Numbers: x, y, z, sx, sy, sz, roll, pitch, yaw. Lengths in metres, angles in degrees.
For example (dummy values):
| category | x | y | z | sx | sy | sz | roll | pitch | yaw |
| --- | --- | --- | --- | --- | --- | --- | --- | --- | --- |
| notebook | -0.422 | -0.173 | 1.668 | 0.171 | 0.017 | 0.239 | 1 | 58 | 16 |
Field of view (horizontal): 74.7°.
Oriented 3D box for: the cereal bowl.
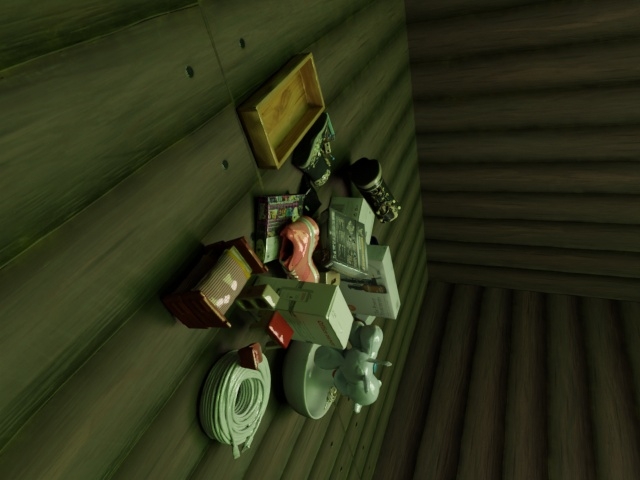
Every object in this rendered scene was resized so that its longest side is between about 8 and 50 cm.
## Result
| category | x | y | z | sx | sy | sz | roll | pitch | yaw |
| --- | --- | --- | --- | --- | --- | --- | --- | --- | --- |
| cereal bowl | -0.043 | 0.472 | 1.557 | 0.339 | 0.141 | 0.338 | 5 | 90 | -65 |

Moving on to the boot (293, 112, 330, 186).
| category | x | y | z | sx | sy | sz | roll | pitch | yaw |
| --- | --- | --- | --- | --- | --- | --- | --- | --- | --- |
| boot | -0.011 | -0.336 | 1.567 | 0.178 | 0.085 | 0.236 | 47 | 60 | -57 |

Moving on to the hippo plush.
| category | x | y | z | sx | sy | sz | roll | pitch | yaw |
| --- | --- | --- | --- | --- | --- | --- | --- | --- | --- |
| hippo plush | 0.145 | 0.438 | 1.449 | 0.234 | 0.294 | 0.236 | -41 | 128 | -29 |

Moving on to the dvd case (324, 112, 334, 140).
| category | x | y | z | sx | sy | sz | roll | pitch | yaw |
| --- | --- | --- | --- | --- | --- | --- | --- | --- | --- |
| dvd case | 0.037 | -0.447 | 1.657 | 0.119 | 0.013 | 0.087 | -25 | 97 | -88 |

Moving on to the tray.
| category | x | y | z | sx | sy | sz | roll | pitch | yaw |
| --- | --- | --- | --- | --- | --- | --- | --- | --- | --- |
| tray | -0.110 | -0.427 | 1.357 | 0.410 | 0.076 | 0.202 | -63 | 146 | -42 |

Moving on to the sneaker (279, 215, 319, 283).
| category | x | y | z | sx | sy | sz | roll | pitch | yaw |
| --- | --- | --- | --- | --- | --- | --- | --- | --- | --- |
| sneaker | -0.088 | 0.076 | 1.393 | 0.136 | 0.116 | 0.313 | -24 | 123 | -45 |

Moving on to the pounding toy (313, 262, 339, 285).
| category | x | y | z | sx | sy | sz | roll | pitch | yaw |
| --- | --- | --- | --- | --- | --- | --- | --- | --- | --- |
| pounding toy | 0.039 | 0.143 | 1.605 | 0.181 | 0.206 | 0.094 | -22 | 114 | -63 |

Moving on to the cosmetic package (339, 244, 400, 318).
| category | x | y | z | sx | sy | sz | roll | pitch | yaw |
| --- | --- | --- | --- | --- | --- | --- | --- | --- | --- |
| cosmetic package | 0.171 | 0.175 | 1.802 | 0.097 | 0.285 | 0.377 | -62 | 145 | -39 |

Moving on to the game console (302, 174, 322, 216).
| category | x | y | z | sx | sy | sz | roll | pitch | yaw |
| --- | --- | --- | --- | --- | --- | --- | --- | --- | --- |
| game console | -0.050 | -0.166 | 1.589 | 0.107 | 0.071 | 0.122 | -52 | 146 | -8 |

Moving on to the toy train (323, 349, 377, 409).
| category | x | y | z | sx | sy | sz | roll | pitch | yaw |
| --- | --- | --- | --- | --- | --- | --- | --- | --- | --- |
| toy train | 0.120 | 0.539 | 1.582 | 0.105 | 0.144 | 0.247 | 71 | 33 | -41 |

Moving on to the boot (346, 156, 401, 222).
| category | x | y | z | sx | sy | sz | roll | pitch | yaw |
| --- | --- | --- | --- | --- | --- | --- | --- | --- | --- |
| boot | 0.249 | -0.207 | 1.839 | 0.284 | 0.138 | 0.377 | 53 | 4 | -19 |

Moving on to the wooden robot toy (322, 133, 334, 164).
| category | x | y | z | sx | sy | sz | roll | pitch | yaw |
| --- | --- | --- | --- | --- | --- | --- | --- | --- | --- |
| wooden robot toy | 0.003 | -0.377 | 1.644 | 0.079 | 0.077 | 0.173 | -115 | -166 | -63 |

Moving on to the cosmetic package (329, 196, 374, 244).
| category | x | y | z | sx | sy | sz | roll | pitch | yaw |
| --- | --- | --- | --- | --- | --- | --- | --- | --- | --- |
| cosmetic package | 0.131 | -0.083 | 1.830 | 0.184 | 0.152 | 0.151 | 42 | 58 | -60 |

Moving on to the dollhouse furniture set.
| category | x | y | z | sx | sy | sz | roll | pitch | yaw |
| --- | --- | --- | --- | --- | --- | --- | --- | --- | --- |
| dollhouse furniture set | -0.193 | 0.193 | 1.079 | 0.374 | 0.152 | 0.201 | 57 | 41 | -29 |

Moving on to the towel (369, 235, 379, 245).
| category | x | y | z | sx | sy | sz | roll | pitch | yaw |
| --- | --- | --- | --- | --- | --- | --- | --- | --- | --- |
| towel | 0.323 | 0.154 | 2.285 | 0.227 | 0.077 | 0.308 | -108 | 178 | -53 |

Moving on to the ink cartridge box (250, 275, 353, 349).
| category | x | y | z | sx | sy | sz | roll | pitch | yaw |
| --- | --- | --- | --- | --- | --- | --- | --- | --- | --- |
| ink cartridge box | -0.060 | 0.225 | 1.313 | 0.207 | 0.283 | 0.117 | 66 | 37 | -46 |

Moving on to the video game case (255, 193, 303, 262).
| category | x | y | z | sx | sy | sz | roll | pitch | yaw |
| --- | --- | --- | --- | --- | --- | --- | --- | --- | --- |
| video game case | -0.131 | -0.047 | 1.387 | 0.232 | 0.042 | 0.210 | -18 | 116 | -63 |

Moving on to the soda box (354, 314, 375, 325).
| category | x | y | z | sx | sy | sz | roll | pitch | yaw |
| --- | --- | --- | --- | --- | --- | --- | --- | --- | --- |
| soda box | 0.276 | 0.351 | 2.226 | 0.216 | 0.074 | 0.069 | -50 | 141 | -22 |

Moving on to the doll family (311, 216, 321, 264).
| category | x | y | z | sx | sy | sz | roll | pitch | yaw |
| --- | --- | --- | --- | --- | --- | --- | --- | --- | --- |
| doll family | 0.000 | 0.000 | 1.631 | 0.163 | 0.119 | 0.263 | 64 | 30 | -17 |

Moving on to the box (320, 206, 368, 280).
| category | x | y | z | sx | sy | sz | roll | pitch | yaw |
| --- | --- | --- | --- | --- | --- | --- | --- | --- | --- |
| box | 0.086 | 0.012 | 1.530 | 0.183 | 0.056 | 0.230 | 23 | 51 | -33 |

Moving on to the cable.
| category | x | y | z | sx | sy | sz | roll | pitch | yaw |
| --- | --- | --- | --- | --- | --- | --- | --- | --- | --- |
| cable | -0.236 | 0.444 | 1.204 | 0.257 | 0.089 | 0.256 | -55 | 140 | -48 |
